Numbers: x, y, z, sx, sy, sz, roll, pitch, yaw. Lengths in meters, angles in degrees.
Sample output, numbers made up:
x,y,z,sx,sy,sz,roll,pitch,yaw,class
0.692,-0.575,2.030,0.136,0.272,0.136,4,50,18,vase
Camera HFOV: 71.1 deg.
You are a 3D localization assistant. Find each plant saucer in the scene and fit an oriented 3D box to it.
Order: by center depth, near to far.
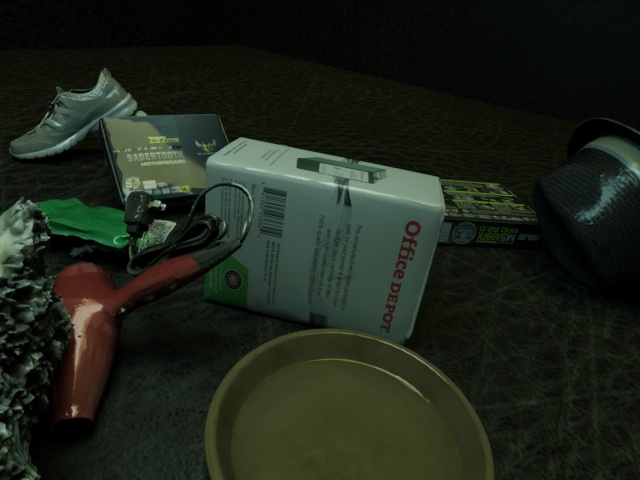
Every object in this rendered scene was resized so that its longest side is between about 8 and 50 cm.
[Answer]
x,y,z,sx,sy,sz,roll,pitch,yaw,class
0.027,0.193,0.446,0.277,0.041,0.278,7,29,-4,plant saucer

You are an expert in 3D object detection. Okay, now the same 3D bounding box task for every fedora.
x,y,z,sx,sy,sz,roll,pitch,yaw,class
0.483,-0.035,0.777,0.152,0.334,0.334,-25,32,4,fedora

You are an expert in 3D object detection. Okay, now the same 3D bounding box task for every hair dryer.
x,y,z,sx,sy,sz,roll,pitch,yaw,class
-0.211,0.052,0.481,0.223,0.080,0.294,2,62,38,hair dryer

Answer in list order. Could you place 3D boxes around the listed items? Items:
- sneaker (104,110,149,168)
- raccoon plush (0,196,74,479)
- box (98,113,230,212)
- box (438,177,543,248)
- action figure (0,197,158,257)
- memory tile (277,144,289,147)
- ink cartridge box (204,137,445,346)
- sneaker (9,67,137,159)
x,y,z,sx,sy,sz,roll,pitch,yaw,class
-0.415,-0.207,0.978,0.122,0.110,0.283,-17,37,-32,sneaker
-0.186,0.178,0.285,0.446,0.216,0.299,41,38,-1,raccoon plush
-0.285,-0.152,0.866,0.232,0.059,0.184,-11,70,-32,box
0.303,-0.065,0.954,0.269,0.060,0.216,3,29,-10,box
-0.351,-0.015,0.696,0.231,0.064,0.137,14,27,18,action figure
-0.141,-0.230,1.183,0.147,0.012,0.113,-7,32,-24,memory tile
0.000,0.000,0.609,0.288,0.211,0.122,13,28,7,ink cartridge box
-0.556,-0.277,0.985,0.281,0.115,0.105,-34,34,-12,sneaker
